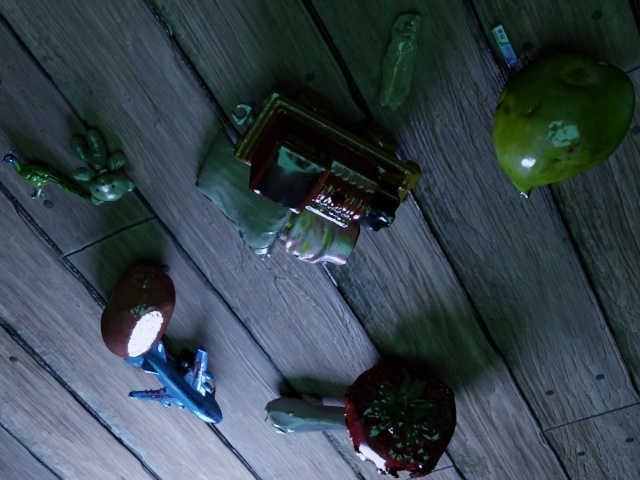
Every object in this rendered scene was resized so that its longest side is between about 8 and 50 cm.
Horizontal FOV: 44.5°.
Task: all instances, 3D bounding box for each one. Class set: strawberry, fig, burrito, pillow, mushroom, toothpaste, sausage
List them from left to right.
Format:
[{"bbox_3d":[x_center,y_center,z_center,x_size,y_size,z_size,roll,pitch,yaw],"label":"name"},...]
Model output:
[{"bbox_3d":[-0.398,0.159,1.717,0.148,0.148,0.254,18,126,-10],"label":"sausage"},{"bbox_3d":[-0.152,-0.087,1.518,0.230,0.050,0.148,45,122,16],"label":"pillow"},{"bbox_3d":[-0.001,0.439,1.924,0.278,0.099,0.096,7,131,-6],"label":"mushroom"},{"bbox_3d":[0.141,-0.316,1.403,0.058,0.045,0.188,12,128,3],"label":"burrito"},{"bbox_3d":[0.186,0.422,1.836,0.274,0.274,0.220,7,163,-2],"label":"strawberry"},{"bbox_3d":[0.327,-0.346,1.389,0.020,0.017,0.083,-24,121,19],"label":"toothpaste"},{"bbox_3d":[0.409,-0.172,1.380,0.233,0.233,0.314,8,120,-3],"label":"fig"}]

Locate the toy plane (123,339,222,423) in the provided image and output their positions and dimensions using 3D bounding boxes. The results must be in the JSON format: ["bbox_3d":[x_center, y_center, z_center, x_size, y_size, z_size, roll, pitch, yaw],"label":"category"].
[{"bbox_3d":[-0.329,0.340,1.862,0.254,0.105,0.271,-34,118,25],"label":"toy plane"}]

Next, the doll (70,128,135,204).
[{"bbox_3d":[-0.441,-0.143,1.547,0.115,0.077,0.150,-23,110,6],"label":"doll"}]

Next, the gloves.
[{"bbox_3d":[-0.045,-0.047,1.548,0.241,0.126,0.145,24,122,-9],"label":"gloves"}]

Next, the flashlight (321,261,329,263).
[{"bbox_3d":[0.000,0.000,1.642,0.057,0.035,0.121,-9,124,8],"label":"flashlight"}]

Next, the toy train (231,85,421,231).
[{"bbox_3d":[0.001,-0.137,1.424,0.369,0.231,0.163,27,122,-16],"label":"toy train"}]

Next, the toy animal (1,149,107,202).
[{"bbox_3d":[-0.546,-0.107,1.595,0.217,0.041,0.075,30,120,-22],"label":"toy animal"}]
